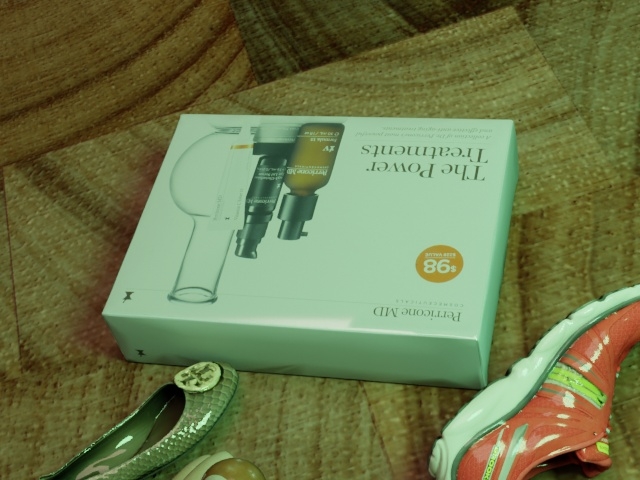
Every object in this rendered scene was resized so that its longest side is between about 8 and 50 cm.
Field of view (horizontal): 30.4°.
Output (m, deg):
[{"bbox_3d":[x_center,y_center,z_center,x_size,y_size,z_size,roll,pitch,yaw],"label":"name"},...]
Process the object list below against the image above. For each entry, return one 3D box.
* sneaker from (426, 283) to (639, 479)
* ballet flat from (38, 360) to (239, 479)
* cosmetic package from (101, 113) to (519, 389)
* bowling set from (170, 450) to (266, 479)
[{"bbox_3d":[0.222,0.149,1.046,0.279,0.107,0.118,-39,70,-16],"label":"sneaker"},{"bbox_3d":[-0.181,0.191,1.107,0.250,0.058,0.084,-39,28,-18],"label":"ballet flat"},{"bbox_3d":[0.000,0.000,1.217,0.378,0.097,0.284,2,53,16],"label":"cosmetic package"},{"bbox_3d":[-0.101,0.260,0.952,0.154,0.199,0.287,-38,48,-17],"label":"bowling set"}]
